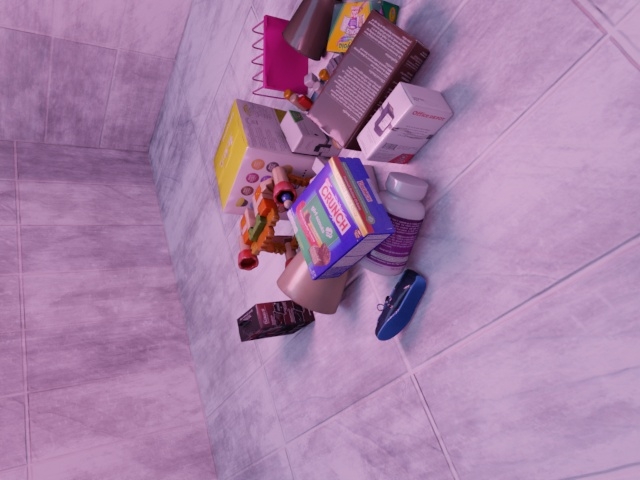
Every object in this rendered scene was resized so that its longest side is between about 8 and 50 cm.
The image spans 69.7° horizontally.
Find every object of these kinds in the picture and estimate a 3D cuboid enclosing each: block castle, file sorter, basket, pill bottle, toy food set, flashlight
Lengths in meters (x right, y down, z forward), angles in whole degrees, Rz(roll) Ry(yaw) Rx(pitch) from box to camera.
[{"bbox_3d":[-0.129,-0.046,1.815,0.453,0.303,0.212,-56,35,36],"label":"block castle"},{"bbox_3d":[-0.185,-0.776,1.989,0.182,0.202,0.290,7,97,58],"label":"file sorter"},{"bbox_3d":[-0.024,-0.862,1.798,0.204,0.154,0.227,52,129,20],"label":"basket"},{"bbox_3d":[0.228,-0.054,1.442,0.169,0.169,0.301,44,126,45],"label":"pill bottle"},{"bbox_3d":[-0.034,-0.591,1.863,0.232,0.104,0.111,-20,60,36],"label":"toy food set"},{"bbox_3d":[0.124,-0.512,1.615,0.103,0.103,0.304,-25,76,6],"label":"flashlight"}]

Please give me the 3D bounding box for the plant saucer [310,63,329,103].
[{"bbox_3d":[0.008,-0.618,1.872,0.192,0.018,0.067,-55,49,42],"label":"plant saucer"}]

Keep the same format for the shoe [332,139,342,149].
[{"bbox_3d":[0.089,-0.449,1.706,0.058,0.077,0.219,12,97,42],"label":"shoe"}]

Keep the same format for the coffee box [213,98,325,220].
[{"bbox_3d":[-0.227,-0.324,1.902,0.337,0.334,0.338,-59,37,38],"label":"coffee box"}]

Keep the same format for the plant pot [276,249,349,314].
[{"bbox_3d":[0.009,0.095,1.729,0.256,0.256,0.274,41,108,47],"label":"plant pot"}]

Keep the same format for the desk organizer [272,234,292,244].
[{"bbox_3d":[-0.183,0.002,2.145,0.130,0.047,0.050,3,96,55],"label":"desk organizer"}]

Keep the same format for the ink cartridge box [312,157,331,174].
[{"bbox_3d":[0.043,-0.268,1.740,0.088,0.122,0.052,51,131,41],"label":"ink cartridge box"}]

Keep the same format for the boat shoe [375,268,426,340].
[{"bbox_3d":[0.255,0.210,1.494,0.258,0.109,0.089,-57,38,17],"label":"boat shoe"}]

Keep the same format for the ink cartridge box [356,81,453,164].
[{"bbox_3d":[0.251,-0.347,1.392,0.237,0.172,0.100,-48,54,45],"label":"ink cartridge box"}]

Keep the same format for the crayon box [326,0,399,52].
[{"bbox_3d":[0.141,-0.740,1.617,0.278,0.081,0.165,32,117,50],"label":"crayon box"}]

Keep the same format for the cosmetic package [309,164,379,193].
[{"bbox_3d":[0.089,-0.173,1.624,0.151,0.184,0.151,-30,67,51],"label":"cosmetic package"}]

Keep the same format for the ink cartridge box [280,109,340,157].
[{"bbox_3d":[-0.029,-0.407,1.767,0.087,0.208,0.153,-53,51,38],"label":"ink cartridge box"}]

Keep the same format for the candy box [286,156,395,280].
[{"bbox_3d":[0.049,-0.061,1.437,0.317,0.122,0.268,-44,61,45],"label":"candy box"}]

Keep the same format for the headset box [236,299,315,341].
[{"bbox_3d":[-0.207,0.343,1.976,0.218,0.293,0.110,-41,58,49],"label":"headset box"}]

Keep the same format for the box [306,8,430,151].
[{"bbox_3d":[0.147,-0.494,1.460,0.191,0.143,0.381,46,113,20],"label":"box"}]
